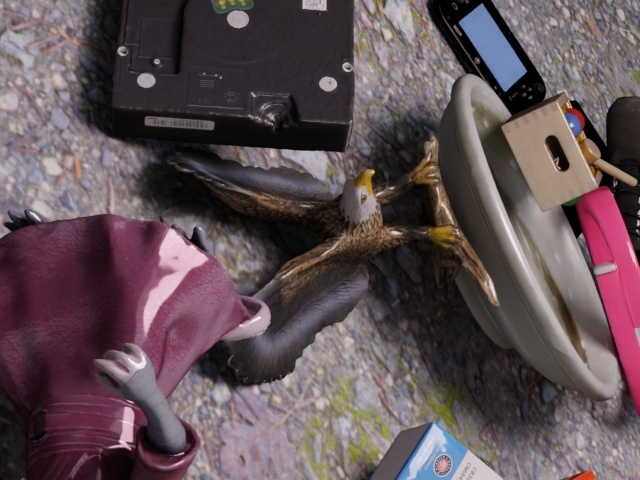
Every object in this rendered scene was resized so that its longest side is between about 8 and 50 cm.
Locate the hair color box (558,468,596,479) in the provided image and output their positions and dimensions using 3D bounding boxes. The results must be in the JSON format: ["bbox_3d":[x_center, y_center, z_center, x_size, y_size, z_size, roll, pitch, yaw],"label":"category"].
[{"bbox_3d":[0.285,0.348,1.619,0.053,0.093,0.167,-17,80,-49],"label":"hair color box"}]

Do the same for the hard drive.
[{"bbox_3d":[-0.083,-0.248,1.499,0.237,0.064,0.339,3,60,-5],"label":"hard drive"}]

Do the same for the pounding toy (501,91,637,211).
[{"bbox_3d":[0.292,-0.098,1.712,0.141,0.100,0.130,64,18,-4],"label":"pounding toy"}]

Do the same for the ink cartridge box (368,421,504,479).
[{"bbox_3d":[0.133,0.299,1.435,0.203,0.086,0.148,40,63,-8],"label":"ink cartridge box"}]

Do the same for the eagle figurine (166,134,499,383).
[{"bbox_3d":[0.000,-0.008,1.483,0.298,0.225,0.226,-16,35,-18],"label":"eagle figurine"}]

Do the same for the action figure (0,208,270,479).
[{"bbox_3d":[-0.194,0.161,1.183,0.276,0.248,0.370,50,33,-53],"label":"action figure"}]

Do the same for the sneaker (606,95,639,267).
[{"bbox_3d":[0.430,-0.050,1.949,0.130,0.109,0.286,-33,113,-42],"label":"sneaker"}]

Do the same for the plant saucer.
[{"bbox_3d":[0.214,0.009,1.676,0.400,0.100,0.400,55,19,-31],"label":"plant saucer"}]

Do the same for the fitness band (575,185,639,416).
[{"bbox_3d":[0.372,0.076,1.812,0.209,0.054,0.291,-76,148,-76],"label":"fitness band"}]

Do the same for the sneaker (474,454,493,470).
[{"bbox_3d":[0.172,0.300,1.554,0.076,0.065,0.166,16,61,-49],"label":"sneaker"}]

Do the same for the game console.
[{"bbox_3d":[0.260,-0.179,1.932,0.361,0.044,0.213,55,40,-7],"label":"game console"}]
